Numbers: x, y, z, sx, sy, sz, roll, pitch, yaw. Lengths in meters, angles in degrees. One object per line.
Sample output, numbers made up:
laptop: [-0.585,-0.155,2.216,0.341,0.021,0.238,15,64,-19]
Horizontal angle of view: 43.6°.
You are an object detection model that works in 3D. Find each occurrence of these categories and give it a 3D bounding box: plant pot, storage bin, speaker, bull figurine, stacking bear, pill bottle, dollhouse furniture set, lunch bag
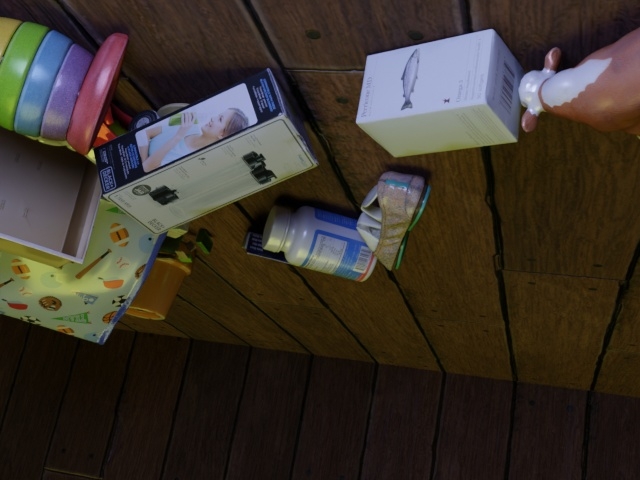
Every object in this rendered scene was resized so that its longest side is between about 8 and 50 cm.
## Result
plant pot: [-0.442,0.099,2.066,0.205,0.188,0.205,10,162,3]
storage bin: [-0.512,-0.112,1.352,0.262,0.260,0.123,21,158,-29]
speaker: [-0.254,-0.155,1.314,0.055,0.055,0.136,2,155,25]
bull figurine: [0.372,-0.180,0.899,0.188,0.101,0.310,15,162,-24]
stacking bear: [-0.436,-0.242,1.104,0.289,0.164,0.175,20,160,-14]
pill bottle: [0.000,0.000,1.620,0.221,0.124,0.124,16,161,-13]
dollhouse furniture set: [-0.341,0.006,1.928,0.152,0.076,0.058,2,148,20]
lunch bag: [-0.540,0.005,1.745,0.328,0.239,0.385,19,133,-25]

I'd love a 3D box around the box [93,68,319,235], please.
box: [-0.166,-0.125,1.198,0.290,0.087,0.169,-23,154,9]

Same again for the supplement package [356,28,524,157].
supplement package: [0.152,-0.181,1.014,0.179,0.105,0.105,-4,158,35]

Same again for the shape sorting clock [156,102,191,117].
shape sorting clock: [-0.179,-0.169,1.340,0.206,0.040,0.206,20,161,7]

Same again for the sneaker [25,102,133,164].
sneaker: [-0.388,-0.210,1.294,0.279,0.107,0.118,23,138,-37]

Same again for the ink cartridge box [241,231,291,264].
ink cartridge box: [-0.059,0.027,1.760,0.223,0.045,0.224,15,-179,-9]

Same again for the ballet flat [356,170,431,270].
ballet flat: [0.125,-0.041,1.483,0.106,0.107,0.316,17,153,3]

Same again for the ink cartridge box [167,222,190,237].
ink cartridge box: [-0.343,-0.032,1.871,0.048,0.028,0.083,20,160,-25]
